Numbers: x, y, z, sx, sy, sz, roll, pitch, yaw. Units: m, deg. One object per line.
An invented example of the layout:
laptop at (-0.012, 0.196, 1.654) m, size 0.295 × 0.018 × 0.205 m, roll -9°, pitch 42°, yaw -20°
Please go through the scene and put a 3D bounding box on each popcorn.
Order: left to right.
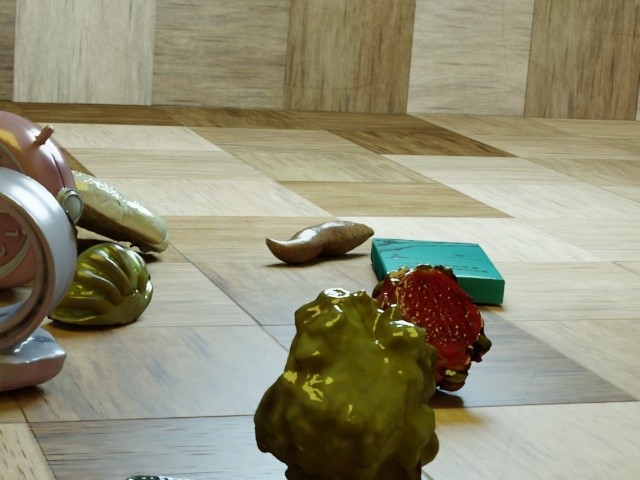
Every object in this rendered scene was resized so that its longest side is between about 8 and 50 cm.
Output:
popcorn at (0.031, 0.136, 1.401) m, size 0.156 × 0.197 × 0.197 m, roll 11°, pitch 13°, yaw 21°

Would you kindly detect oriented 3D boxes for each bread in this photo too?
bread at (-0.351, -0.061, 2.230) m, size 0.316 × 0.054 × 0.316 m, roll 22°, pitch -9°, yaw 3°
bread at (-0.255, 0.050, 1.928) m, size 0.083 × 0.094 × 0.157 m, roll 5°, pitch 3°, yaw 26°

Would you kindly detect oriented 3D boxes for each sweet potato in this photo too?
sweet potato at (0.001, 0.002, 2.347) m, size 0.202 × 0.058 × 0.055 m, roll -14°, pitch 64°, yaw -46°

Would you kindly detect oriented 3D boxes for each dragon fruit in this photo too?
dragon fruit at (0.105, 0.096, 1.761) m, size 0.133 × 0.150 × 0.208 m, roll 32°, pitch 1°, yaw -10°

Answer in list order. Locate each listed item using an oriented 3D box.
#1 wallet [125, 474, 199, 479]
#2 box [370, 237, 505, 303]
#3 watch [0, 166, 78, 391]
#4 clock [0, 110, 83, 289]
wallet at (-0.047, 0.229, 1.259) m, size 0.222 × 0.036 × 0.167 m, roll 3°, pitch 12°, yaw -8°
box at (0.158, 0.040, 2.234) m, size 0.161 × 0.042 × 0.226 m, roll 4°, pitch 12°, yaw -5°
watch at (-0.374, 0.033, 1.641) m, size 0.248 × 0.217 × 0.211 m, roll 6°, pitch 11°, yaw 4°
clock at (-0.399, -0.052, 2.014) m, size 0.241 × 0.227 × 0.142 m, roll 5°, pitch 12°, yaw 27°
